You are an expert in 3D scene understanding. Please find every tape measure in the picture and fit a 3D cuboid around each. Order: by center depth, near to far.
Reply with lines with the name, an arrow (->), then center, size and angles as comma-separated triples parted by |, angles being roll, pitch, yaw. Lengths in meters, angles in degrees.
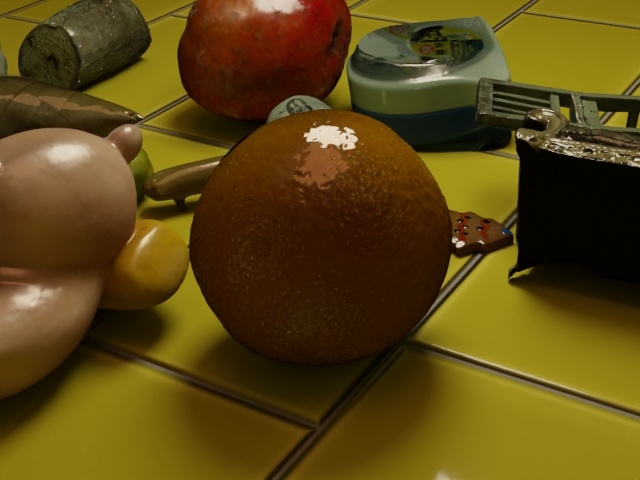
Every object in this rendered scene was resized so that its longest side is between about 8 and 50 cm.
tape measure -> 0.173, -0.253, 1.619 | 0.262, 0.138, 0.259 | -2, 28, 0

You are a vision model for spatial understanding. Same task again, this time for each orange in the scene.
orange -> 0.000, 0.000, 1.065 | 0.274, 0.274, 0.274 | -2, 30, 1

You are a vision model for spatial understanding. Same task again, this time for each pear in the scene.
pear -> -0.277, -0.091, 1.423 | 0.092, 0.092, 0.097 | 14, 75, 26

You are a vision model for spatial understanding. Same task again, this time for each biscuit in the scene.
biscuit -> 0.184, -0.012, 1.312 | 0.129, 0.019, 0.119 | 5, 31, 12

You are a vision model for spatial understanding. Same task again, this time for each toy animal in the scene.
toy animal -> -0.341, -0.005, 1.105 | 0.277, 0.247, 0.345 | 16, 39, 40

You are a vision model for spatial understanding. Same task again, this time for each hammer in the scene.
hammer -> -0.096, -0.104, 1.418 | 0.305, 0.113, 0.202 | -17, 30, -14

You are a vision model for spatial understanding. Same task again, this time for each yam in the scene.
yam -> -0.420, -0.363, 1.848 | 0.154, 0.154, 0.254 | 12, 30, 23

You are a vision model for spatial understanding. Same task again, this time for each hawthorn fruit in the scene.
hawthorn fruit -> -0.090, -0.324, 1.629 | 0.284, 0.284, 0.284 | -2, 30, 1

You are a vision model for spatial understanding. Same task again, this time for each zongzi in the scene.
zongzi -> -0.433, -0.155, 1.388 | 0.300, 0.145, 0.273 | 5, 14, 44

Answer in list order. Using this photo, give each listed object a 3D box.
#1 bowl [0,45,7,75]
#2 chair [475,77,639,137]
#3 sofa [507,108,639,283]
bowl -> -0.655, -0.327, 1.636 | 0.307, 0.163, 0.307 | 1, -9, 0
chair -> 0.334, -0.113, 1.346 | 0.270, 0.147, 0.136 | 6, 30, 6
sofa -> 0.352, -0.052, 1.193 | 0.258, 0.200, 0.182 | 12, 35, 26
